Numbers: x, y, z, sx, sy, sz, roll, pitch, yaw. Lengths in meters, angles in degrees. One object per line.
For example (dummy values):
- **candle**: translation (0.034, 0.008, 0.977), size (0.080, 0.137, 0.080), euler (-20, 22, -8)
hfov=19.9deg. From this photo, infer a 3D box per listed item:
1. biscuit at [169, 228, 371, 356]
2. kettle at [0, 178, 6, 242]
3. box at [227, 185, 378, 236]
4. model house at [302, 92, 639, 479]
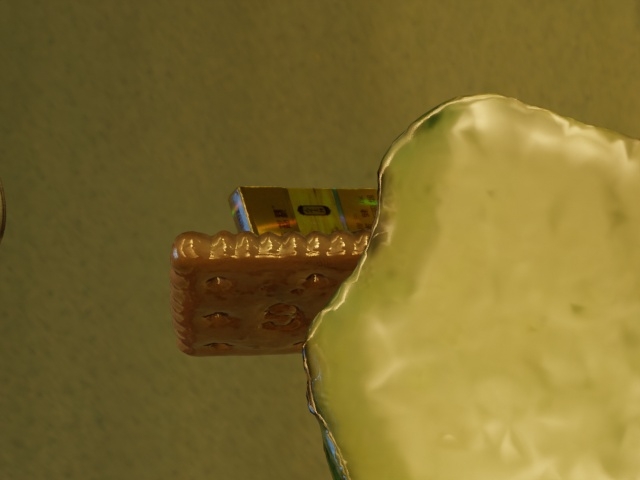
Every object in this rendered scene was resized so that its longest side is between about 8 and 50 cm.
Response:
- **biscuit**: translation (0.033, 0.049, 1.567), size (0.325, 0.217, 0.044), euler (-1, 61, -4)
- **kettle**: translation (-0.292, -0.005, 1.219), size (0.098, 0.148, 0.127), euler (-5, 95, 46)
- **box**: translation (0.000, 0.000, 1.977), size (0.030, 0.193, 0.121), euler (-42, 57, 44)
- **model house**: translation (0.095, 0.079, 0.789), size (0.195, 0.189, 0.214), euler (15, 72, 8)
